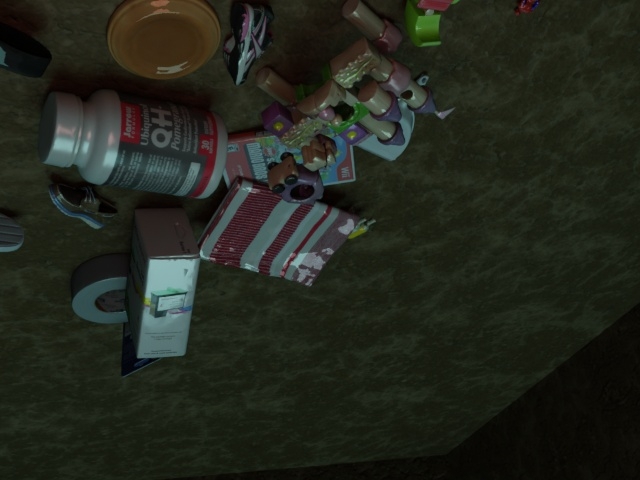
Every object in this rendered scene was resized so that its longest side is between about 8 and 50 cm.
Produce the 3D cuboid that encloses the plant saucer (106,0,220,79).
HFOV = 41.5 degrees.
[{"bbox_3d":[-0.271,-0.349,1.473,0.200,0.037,0.200,-11,149,-7],"label":"plant saucer"}]

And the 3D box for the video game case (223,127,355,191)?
[{"bbox_3d":[-0.071,-0.173,1.816,0.285,0.025,0.204,-9,148,1],"label":"video game case"}]

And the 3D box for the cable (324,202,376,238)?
[{"bbox_3d":[0.000,0.000,2.098,0.139,0.072,0.287,17,136,-35],"label":"cable"}]

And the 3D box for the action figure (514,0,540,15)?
[{"bbox_3d":[0.408,-0.463,1.589,0.038,0.030,0.115,14,143,-30],"label":"action figure"}]

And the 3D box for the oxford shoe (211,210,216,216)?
[{"bbox_3d":[-0.162,-0.026,1.994,0.076,0.076,0.212,-35,144,14],"label":"oxford shoe"}]

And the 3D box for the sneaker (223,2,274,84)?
[{"bbox_3d":[-0.122,-0.349,1.510,0.077,0.072,0.178,-14,156,-23],"label":"sneaker"}]

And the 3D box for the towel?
[{"bbox_3d":[-0.099,-0.012,1.953,0.329,0.037,0.237,16,125,-31],"label":"towel"}]

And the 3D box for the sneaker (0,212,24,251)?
[{"bbox_3d":[-0.752,-0.019,1.751,0.258,0.094,0.091,12,149,-22],"label":"sneaker"}]

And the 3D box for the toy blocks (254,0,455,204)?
[{"bbox_3d":[0.068,-0.217,1.563,0.288,0.309,0.260,-32,138,26],"label":"toy blocks"}]

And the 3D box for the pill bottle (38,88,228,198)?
[{"bbox_3d":[-0.348,-0.182,1.568,0.318,0.176,0.176,7,142,-32],"label":"pill bottle"}]

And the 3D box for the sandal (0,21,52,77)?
[{"bbox_3d":[-0.592,-0.369,1.231,0.445,0.167,0.107,15,113,-50],"label":"sandal"}]

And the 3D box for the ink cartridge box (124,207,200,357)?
[{"bbox_3d":[-0.359,0.092,1.891,0.117,0.201,0.278,-1,124,-22],"label":"ink cartridge box"}]

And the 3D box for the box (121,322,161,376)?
[{"bbox_3d":[-0.440,0.236,2.134,0.136,0.225,0.036,-27,134,19],"label":"box"}]

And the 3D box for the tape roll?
[{"bbox_3d":[-0.501,0.120,2.076,0.219,0.072,0.219,-11,147,-7],"label":"tape roll"}]

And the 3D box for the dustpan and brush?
[{"bbox_3d":[0.159,-0.267,1.774,0.147,0.060,0.211,22,142,-26],"label":"dustpan and brush"}]

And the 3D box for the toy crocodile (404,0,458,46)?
[{"bbox_3d":[0.220,-0.476,1.418,0.115,0.105,0.340,0,145,-23],"label":"toy crocodile"}]

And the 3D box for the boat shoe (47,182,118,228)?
[{"bbox_3d":[-0.496,-0.085,1.773,0.066,0.066,0.183,-28,156,12],"label":"boat shoe"}]
